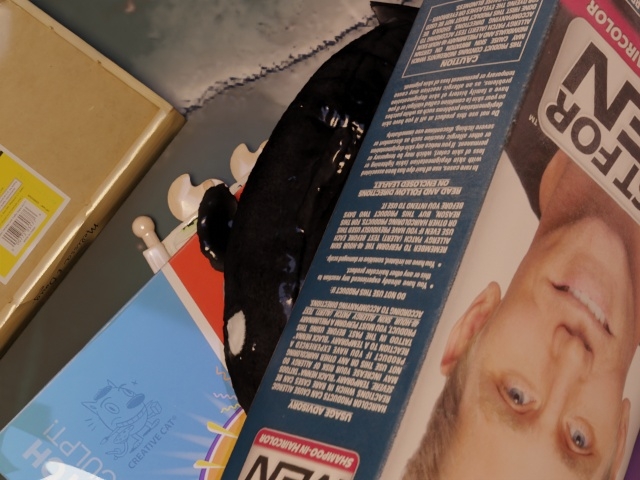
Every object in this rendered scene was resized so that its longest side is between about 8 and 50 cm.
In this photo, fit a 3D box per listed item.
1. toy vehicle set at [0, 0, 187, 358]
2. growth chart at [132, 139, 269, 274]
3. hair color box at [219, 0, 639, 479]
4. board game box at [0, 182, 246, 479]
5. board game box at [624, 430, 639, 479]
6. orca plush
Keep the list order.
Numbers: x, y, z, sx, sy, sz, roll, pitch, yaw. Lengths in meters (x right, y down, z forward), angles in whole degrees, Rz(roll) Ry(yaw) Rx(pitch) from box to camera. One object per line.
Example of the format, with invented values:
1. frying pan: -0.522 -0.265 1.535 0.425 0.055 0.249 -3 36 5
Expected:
1. toy vehicle set: -0.243 -0.033 0.729 0.166 0.035 0.267 37 87 12
2. growth chart: 0.000 0.000 0.699 0.237 0.021 0.172 -25 78 3
3. hair color box: 0.095 0.021 0.524 0.105 0.174 0.347 3 64 50
4. board game box: 0.001 0.146 0.607 0.316 0.064 0.242 41 74 5
5. board game box: 0.216 0.130 0.586 0.141 0.048 0.170 9 61 -14
6. orca plush: 0.028 -0.036 0.574 0.151 0.102 0.287 35 70 3
